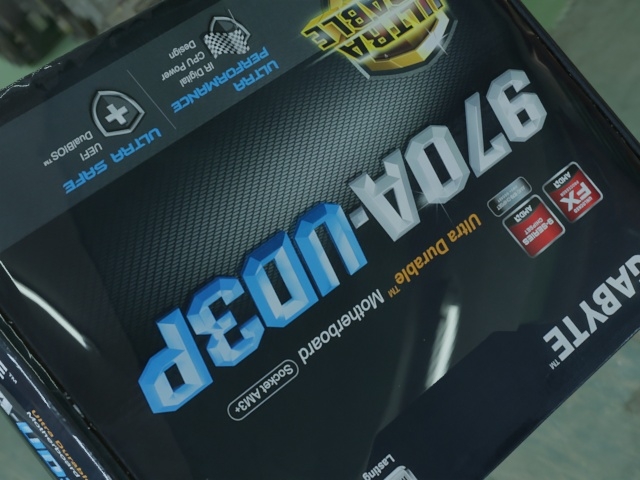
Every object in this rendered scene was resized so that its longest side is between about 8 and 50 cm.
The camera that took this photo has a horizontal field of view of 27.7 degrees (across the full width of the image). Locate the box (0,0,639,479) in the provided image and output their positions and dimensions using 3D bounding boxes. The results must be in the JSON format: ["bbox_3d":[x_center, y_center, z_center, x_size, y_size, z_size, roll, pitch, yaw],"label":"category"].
[{"bbox_3d":[0.000,0.000,0.410,0.220,0.175,0.051,-36,-6,-30],"label":"box"}]
